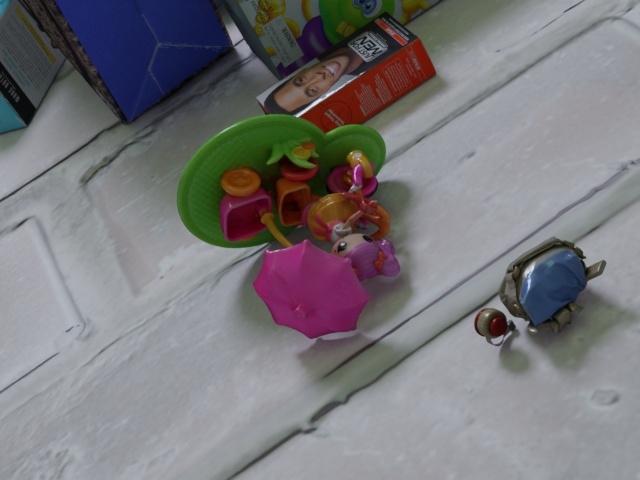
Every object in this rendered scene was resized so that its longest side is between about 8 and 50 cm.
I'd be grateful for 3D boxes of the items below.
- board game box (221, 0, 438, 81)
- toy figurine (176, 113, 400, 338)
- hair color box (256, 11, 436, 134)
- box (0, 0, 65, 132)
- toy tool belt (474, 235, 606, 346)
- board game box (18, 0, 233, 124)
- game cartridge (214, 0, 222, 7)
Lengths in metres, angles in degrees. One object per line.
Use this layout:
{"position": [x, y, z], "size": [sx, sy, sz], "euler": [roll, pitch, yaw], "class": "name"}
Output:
{"position": [0.036, -0.286, 1.217], "size": [0.275, 0.144, 0.142], "euler": [-34, 36, -2], "class": "board game box"}
{"position": [0.000, 0.000, 0.959], "size": [0.173, 0.130, 0.159], "euler": [-14, 46, -18], "class": "toy figurine"}
{"position": [0.021, -0.135, 1.133], "size": [0.141, 0.043, 0.072], "euler": [-35, 36, -3], "class": "hair color box"}
{"position": [-0.338, -0.235, 1.470], "size": [0.060, 0.100, 0.244], "euler": [-12, 39, 27], "class": "box"}
{"position": [0.141, 0.036, 0.833], "size": [0.083, 0.052, 0.051], "euler": [-43, 28, -14], "class": "toy tool belt"}
{"position": [-0.248, -0.300, 1.286], "size": [0.141, 0.232, 0.291], "euler": [-38, 60, -8], "class": "board game box"}
{"position": [-0.125, -0.268, 1.426], "size": [0.056, 0.017, 0.083], "euler": [7, 50, 46], "class": "game cartridge"}
